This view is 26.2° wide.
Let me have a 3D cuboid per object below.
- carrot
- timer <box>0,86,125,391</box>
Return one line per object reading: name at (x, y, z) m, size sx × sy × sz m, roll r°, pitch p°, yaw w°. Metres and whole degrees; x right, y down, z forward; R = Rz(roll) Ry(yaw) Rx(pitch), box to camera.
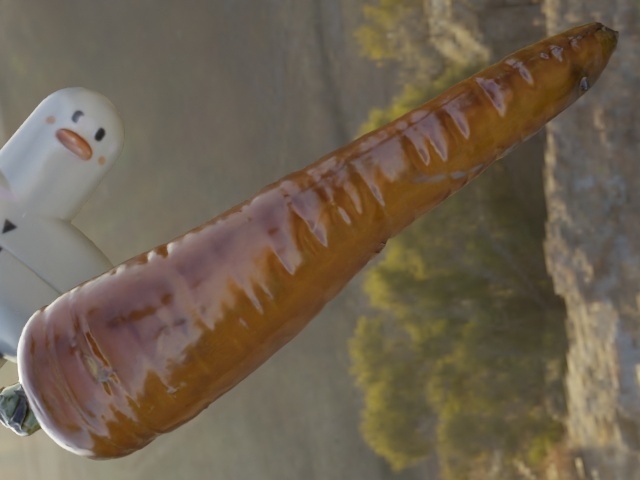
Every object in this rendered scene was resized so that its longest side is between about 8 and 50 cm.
carrot at (0.000, 0.000, 0.472) m, size 0.061 × 0.257 × 0.061 m, roll 59°, pitch 179°, yaw 1°
timer at (-0.260, -0.016, 1.115) m, size 0.233 × 0.240 × 0.233 m, roll 34°, pitch 168°, yaw 8°
